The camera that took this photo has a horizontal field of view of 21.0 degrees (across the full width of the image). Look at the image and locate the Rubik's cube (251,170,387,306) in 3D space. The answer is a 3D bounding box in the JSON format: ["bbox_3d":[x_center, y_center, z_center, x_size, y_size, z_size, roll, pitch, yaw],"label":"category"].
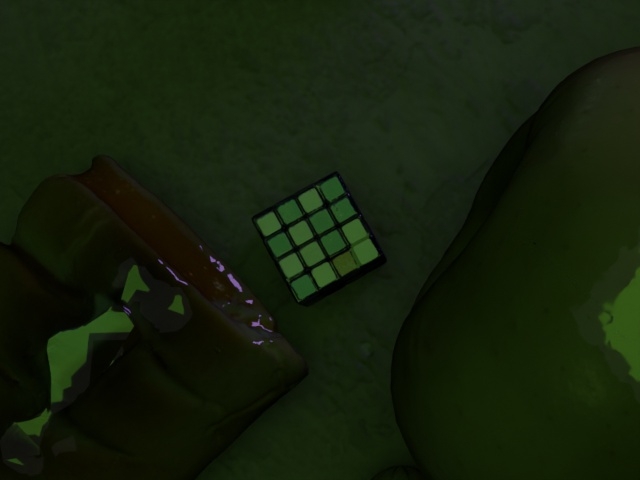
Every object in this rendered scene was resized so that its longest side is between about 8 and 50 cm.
[{"bbox_3d":[0.000,0.000,1.605,0.092,0.092,0.092,-29,84,2],"label":"Rubik's cube"}]

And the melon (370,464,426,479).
[{"bbox_3d":[0.071,0.271,1.576,0.098,0.098,0.131,5,81,5],"label":"melon"}]

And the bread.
[{"bbox_3d":[-0.225,0.118,1.561,0.341,0.210,0.300,-41,81,1],"label":"bread"}]

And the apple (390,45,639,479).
[{"bbox_3d":[0.295,0.081,1.407,0.473,0.473,0.474,0,85,5],"label":"apple"}]
